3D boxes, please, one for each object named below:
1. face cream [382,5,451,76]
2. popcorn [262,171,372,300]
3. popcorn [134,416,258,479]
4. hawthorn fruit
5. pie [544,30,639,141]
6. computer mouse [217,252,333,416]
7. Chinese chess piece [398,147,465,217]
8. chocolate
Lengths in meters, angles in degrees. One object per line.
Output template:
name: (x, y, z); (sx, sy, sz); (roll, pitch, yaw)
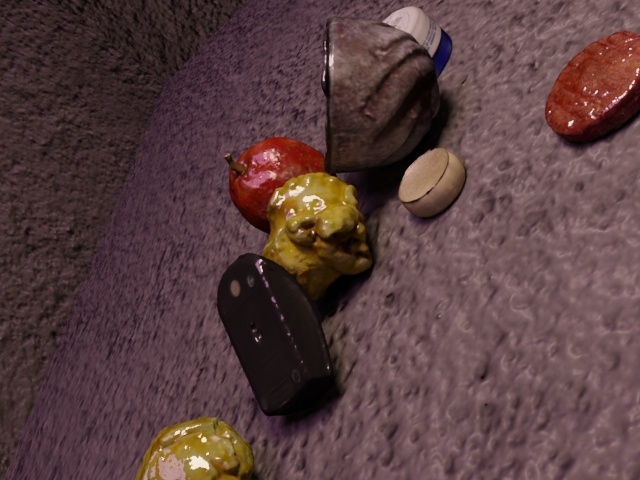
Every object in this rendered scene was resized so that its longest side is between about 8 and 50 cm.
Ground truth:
face cream: (0.162, -0.380, 1.732); (0.206, 0.111, 0.206); (-40, 27, 25)
popcorn: (0.000, 0.000, 1.475); (0.203, 0.200, 0.226); (14, 57, 19)
popcorn: (-0.199, 0.380, 1.322); (0.221, 0.183, 0.204); (-7, 46, 58)
hawthorn fruit: (-0.090, -0.114, 1.659); (0.205, 0.253, 0.205); (-40, 39, 42)
pie: (0.400, -0.223, 1.198); (0.182, 0.049, 0.182); (-42, 28, 28)
computer mouse: (-0.069, 0.150, 1.379); (0.170, 0.100, 0.269); (-46, 62, 44)
Chinese chess piece: (0.187, -0.096, 1.404); (0.122, 0.051, 0.122); (-40, 26, 25)
chocolate: (0.111, -0.260, 1.533); (0.303, 0.213, 0.303); (-1, -90, -88)
